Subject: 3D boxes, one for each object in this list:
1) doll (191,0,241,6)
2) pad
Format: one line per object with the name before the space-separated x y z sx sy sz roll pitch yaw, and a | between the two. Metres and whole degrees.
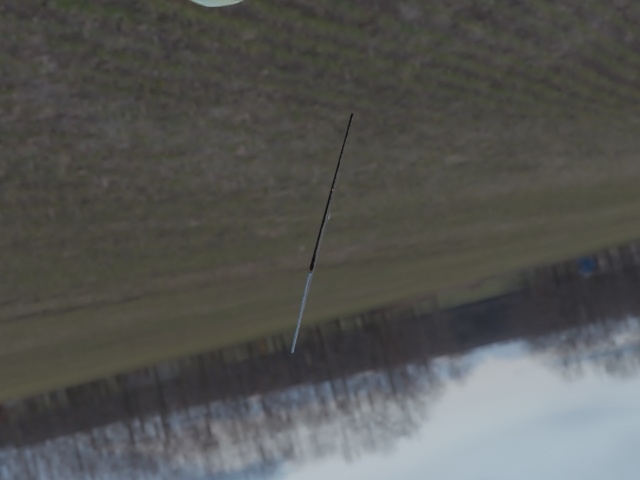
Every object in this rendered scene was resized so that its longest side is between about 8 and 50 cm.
doll | -0.022 -0.270 1.058 0.296 0.141 0.117 -26 167 36
pad | 0.001 0.000 1.605 0.005 0.202 0.300 15 157 1
